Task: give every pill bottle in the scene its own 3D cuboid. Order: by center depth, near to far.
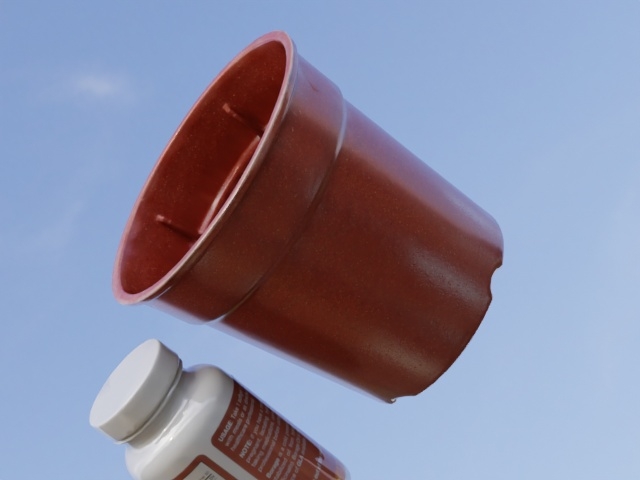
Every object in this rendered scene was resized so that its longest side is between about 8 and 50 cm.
[{"bbox_3d":[-0.087,0.183,1.311,0.216,0.121,0.121,41,-75,-19],"label":"pill bottle"}]

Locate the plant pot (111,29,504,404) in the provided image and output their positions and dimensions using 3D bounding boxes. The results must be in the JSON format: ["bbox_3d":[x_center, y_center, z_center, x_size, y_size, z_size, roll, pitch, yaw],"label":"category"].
[{"bbox_3d":[0.000,0.000,1.354,0.265,0.272,0.272,32,-68,-20],"label":"plant pot"}]
